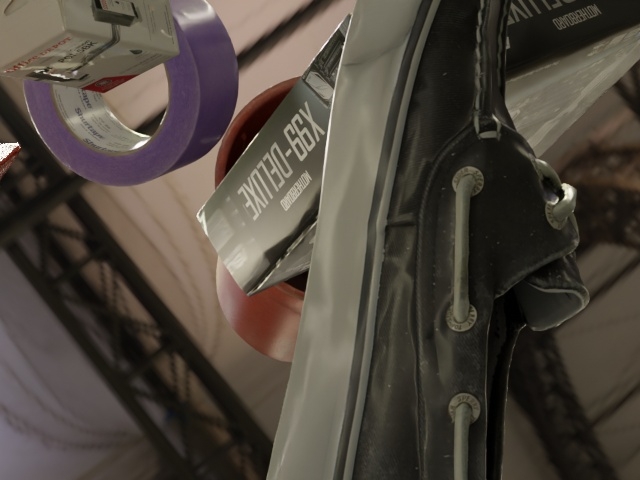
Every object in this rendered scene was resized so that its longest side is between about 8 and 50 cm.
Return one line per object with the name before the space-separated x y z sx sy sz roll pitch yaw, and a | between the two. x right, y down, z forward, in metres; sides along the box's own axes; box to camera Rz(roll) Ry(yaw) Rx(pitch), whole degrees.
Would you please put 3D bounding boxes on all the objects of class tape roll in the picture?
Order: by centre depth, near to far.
tape roll | -0.176 -0.149 1.431 0.189 0.189 0.080 -63 -14 25

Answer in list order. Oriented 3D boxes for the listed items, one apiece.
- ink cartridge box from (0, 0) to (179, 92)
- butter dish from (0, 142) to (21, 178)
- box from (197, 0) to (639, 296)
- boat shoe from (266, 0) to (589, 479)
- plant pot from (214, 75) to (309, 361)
ink cartridge box | -0.201 -0.171 1.282 0.099 0.056 0.135 -22 -15 35
butter dish | -0.318 -0.052 1.121 0.160 0.160 0.118 -42 -73 -15
box | 0.089 -0.094 1.074 0.307 0.076 0.242 -24 -16 -39
boat shoe | 0.054 0.004 0.593 0.108 0.102 0.301 53 -134 -67
plant pot | 0.000 0.000 1.688 0.272 0.272 0.265 -28 -15 -23
